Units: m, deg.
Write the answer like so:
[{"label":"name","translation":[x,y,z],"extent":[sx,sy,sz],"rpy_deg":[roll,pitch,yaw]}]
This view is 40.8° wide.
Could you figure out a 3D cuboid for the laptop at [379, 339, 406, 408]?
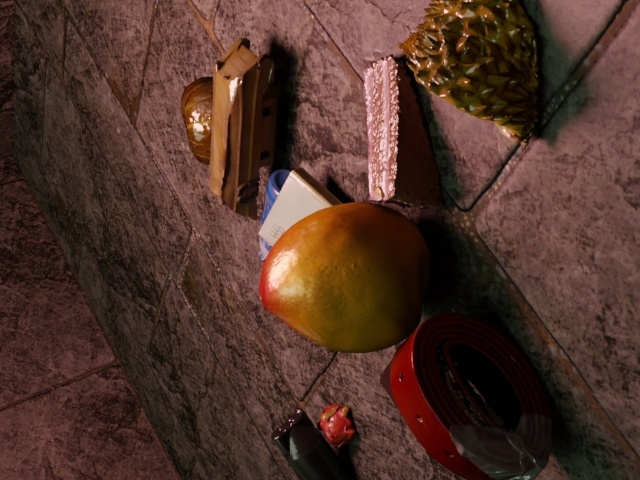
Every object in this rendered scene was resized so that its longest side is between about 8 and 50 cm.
[{"label":"laptop","translation":[0.202,0.308,1.842],"extent":[0.154,0.026,0.207],"rpy_deg":[54,148,21]}]

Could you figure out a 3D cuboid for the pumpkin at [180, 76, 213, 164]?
[{"label":"pumpkin","translation":[-0.252,-0.295,2.092],"extent":[0.219,0.162,0.219],"rpy_deg":[171,90,-82]}]

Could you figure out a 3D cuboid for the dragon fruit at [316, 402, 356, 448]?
[{"label":"dragon fruit","translation":[0.034,0.473,2.172],"extent":[0.126,0.068,0.112],"rpy_deg":[-21,90,61]}]

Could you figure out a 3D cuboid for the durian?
[{"label":"durian","translation":[0.237,-0.309,1.344],"extent":[0.196,0.185,0.305],"rpy_deg":[-58,47,27]}]

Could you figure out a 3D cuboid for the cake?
[{"label":"cake","translation":[0.131,-0.188,1.584],"extent":[0.116,0.112,0.295],"rpy_deg":[-6,97,57]}]

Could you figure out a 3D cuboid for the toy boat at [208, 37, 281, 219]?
[{"label":"toy boat","translation":[-0.169,-0.242,1.968],"extent":[0.136,0.162,0.446],"rpy_deg":[43,138,38]}]

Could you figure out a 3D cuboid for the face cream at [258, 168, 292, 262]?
[{"label":"face cream","translation":[-0.094,-0.038,2.046],"extent":[0.264,0.083,0.149],"rpy_deg":[105,147,-45]}]

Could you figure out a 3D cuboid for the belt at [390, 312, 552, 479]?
[{"label":"belt","translation":[0.273,0.282,1.513],"extent":[0.324,0.227,0.115],"rpy_deg":[51,150,11]}]

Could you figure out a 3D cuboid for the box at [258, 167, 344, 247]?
[{"label":"box","translation":[0.000,0.000,1.868],"extent":[0.270,0.045,0.211],"rpy_deg":[41,123,21]}]

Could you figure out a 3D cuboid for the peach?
[{"label":"peach","translation":[0.049,0.063,1.628],"extent":[0.307,0.289,0.289],"rpy_deg":[10,125,9]}]

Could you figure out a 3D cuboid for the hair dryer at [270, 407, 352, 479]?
[{"label":"hair dryer","translation":[-0.060,0.530,2.278],"extent":[0.244,0.116,0.302],"rpy_deg":[59,167,-20]}]
